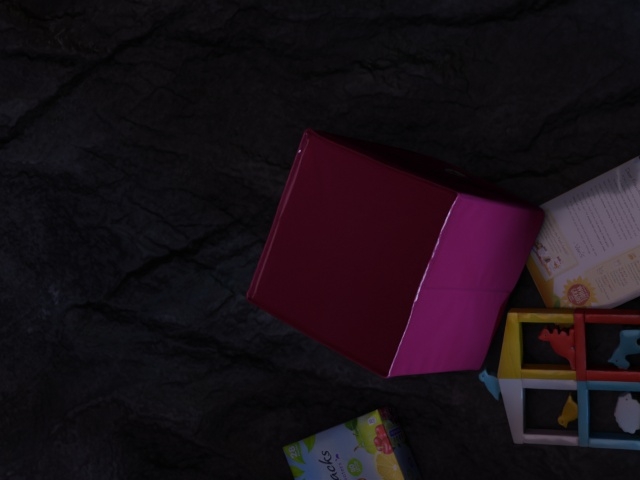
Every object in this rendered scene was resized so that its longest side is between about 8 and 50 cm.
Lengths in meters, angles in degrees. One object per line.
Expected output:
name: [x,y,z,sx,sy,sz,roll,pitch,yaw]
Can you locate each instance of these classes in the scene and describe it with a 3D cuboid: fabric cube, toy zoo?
fabric cube: [0.103,0.016,1.453,0.254,0.258,0.259,28,102,34]
toy zoo: [0.362,0.188,1.460,0.293,0.030,0.192,0,101,20]

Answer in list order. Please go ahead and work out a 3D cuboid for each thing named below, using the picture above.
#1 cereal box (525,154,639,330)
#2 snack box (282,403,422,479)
cereal box: [0.399,-0.002,1.463,0.240,0.047,0.173,-27,80,22]
snack box: [0.062,0.374,1.611,0.174,0.070,0.207,-25,79,23]
